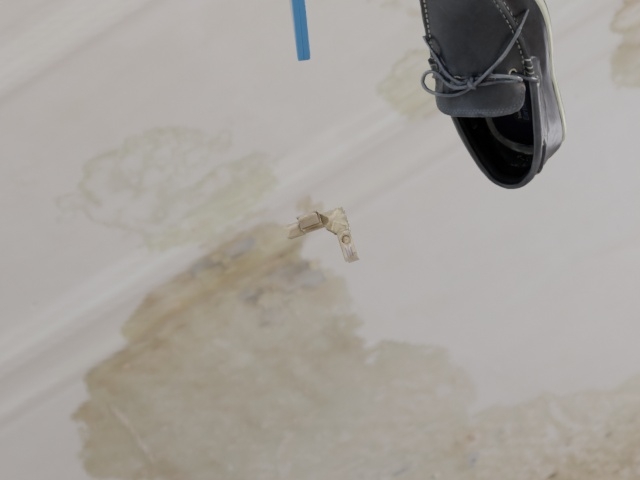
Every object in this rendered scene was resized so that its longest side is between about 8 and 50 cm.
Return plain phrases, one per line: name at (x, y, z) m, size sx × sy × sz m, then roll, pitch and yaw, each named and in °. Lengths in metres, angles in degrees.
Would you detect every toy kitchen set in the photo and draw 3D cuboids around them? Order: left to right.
toy kitchen set at (0.000, 0.000, 1.601) m, size 0.083 × 0.075 × 0.068 m, roll -18°, pitch -7°, yaw 4°

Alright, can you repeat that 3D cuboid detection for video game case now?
video game case at (-0.029, -0.277, 1.183) m, size 0.015 × 0.166 × 0.119 m, roll -8°, pitch -37°, yaw -1°

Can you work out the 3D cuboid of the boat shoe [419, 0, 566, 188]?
boat shoe at (0.251, -0.262, 1.798) m, size 0.156 × 0.186 × 0.500 m, roll -64°, pitch -36°, yaw -27°
